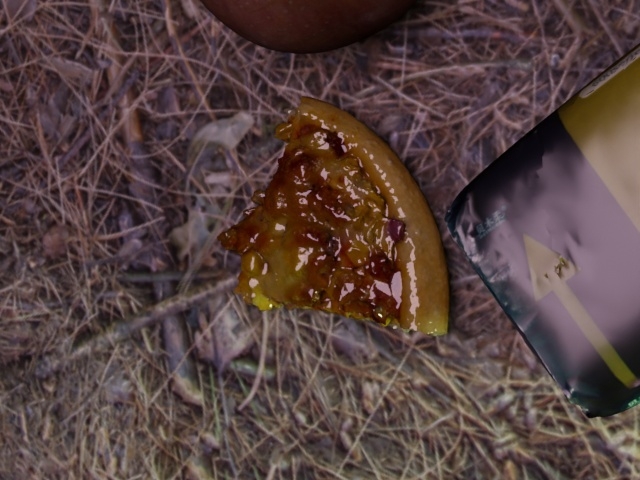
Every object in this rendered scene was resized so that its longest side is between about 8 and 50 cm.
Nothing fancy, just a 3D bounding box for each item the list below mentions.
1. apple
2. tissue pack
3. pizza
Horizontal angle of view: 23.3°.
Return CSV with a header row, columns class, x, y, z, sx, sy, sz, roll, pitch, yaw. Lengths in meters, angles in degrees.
class,x,y,z,sx,sy,sz,roll,pitch,yaw
apple,-0.020,-0.336,1.506,0.306,0.235,0.305,0,90,24
tissue pack,0.345,-0.054,1.335,0.416,0.264,0.253,-40,77,18
pizza,0.000,0.000,1.574,0.229,0.081,0.289,-32,79,19
